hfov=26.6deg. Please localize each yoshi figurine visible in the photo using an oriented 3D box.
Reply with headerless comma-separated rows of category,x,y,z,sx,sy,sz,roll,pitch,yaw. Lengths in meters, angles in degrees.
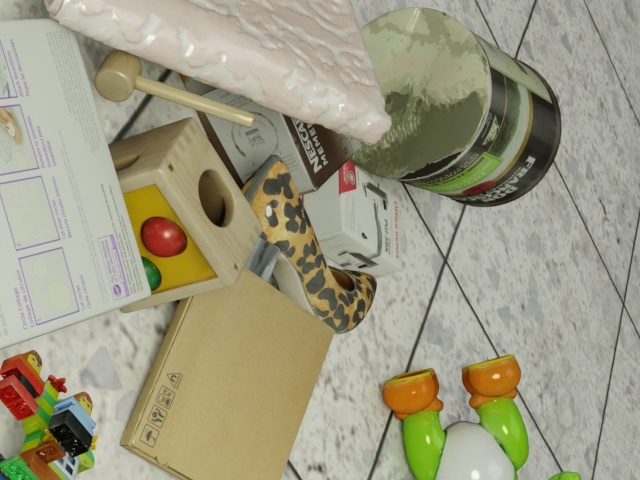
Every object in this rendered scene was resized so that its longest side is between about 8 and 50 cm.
yoshi figurine,0.181,0.321,1.530,0.203,0.203,0.362,-8,86,-44

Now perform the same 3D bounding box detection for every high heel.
high heel,0.000,0.000,1.377,0.261,0.093,0.186,-10,116,-54

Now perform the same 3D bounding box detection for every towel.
towel,-0.101,-0.249,1.227,0.331,0.053,0.317,17,41,-32

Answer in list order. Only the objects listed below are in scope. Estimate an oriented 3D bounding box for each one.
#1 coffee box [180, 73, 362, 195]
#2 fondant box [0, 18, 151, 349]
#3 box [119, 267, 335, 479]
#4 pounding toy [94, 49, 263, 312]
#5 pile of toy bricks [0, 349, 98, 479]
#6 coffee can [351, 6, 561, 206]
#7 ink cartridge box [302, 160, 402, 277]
coffee box,-0.065,-0.173,1.403,0.141,0.098,0.247,-44,115,-56
fondant box,-0.281,-0.030,0.977,0.330,0.096,0.238,-19,93,-61
box,-0.079,0.132,1.236,0.164,0.021,0.201,36,61,-30
pounding toy,-0.139,-0.053,1.139,0.206,0.181,0.094,58,34,-27
pile of toy bricks,-0.205,0.149,1.013,0.212,0.118,0.105,58,19,-30
coffee can,0.157,-0.155,1.650,0.275,0.201,0.202,11,68,-62
ink cartridge box,0.038,-0.025,1.554,0.135,0.056,0.099,32,50,-50
